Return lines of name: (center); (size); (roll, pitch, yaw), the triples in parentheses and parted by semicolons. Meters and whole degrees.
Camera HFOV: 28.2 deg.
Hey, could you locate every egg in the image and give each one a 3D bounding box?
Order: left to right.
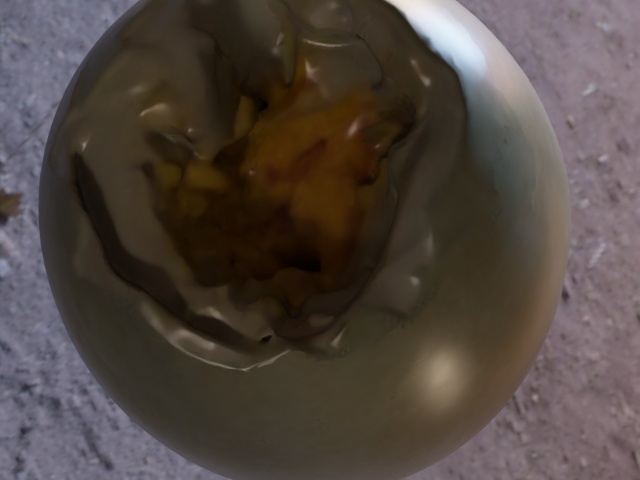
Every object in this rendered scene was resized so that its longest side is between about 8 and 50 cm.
egg: (0.000, 0.000, 0.711); (0.336, 0.278, 0.278); (51, 26, -71)
